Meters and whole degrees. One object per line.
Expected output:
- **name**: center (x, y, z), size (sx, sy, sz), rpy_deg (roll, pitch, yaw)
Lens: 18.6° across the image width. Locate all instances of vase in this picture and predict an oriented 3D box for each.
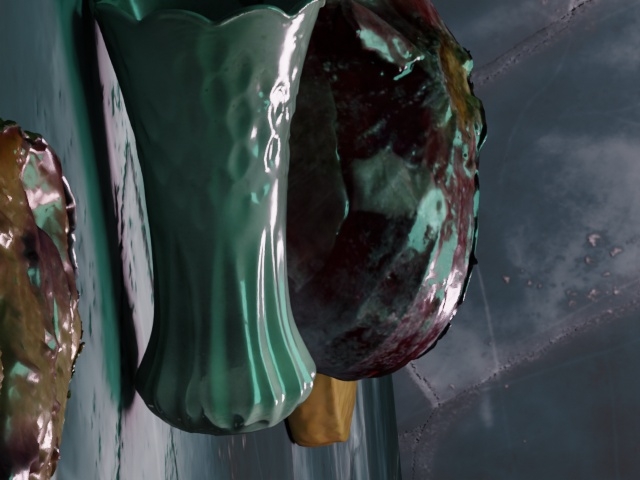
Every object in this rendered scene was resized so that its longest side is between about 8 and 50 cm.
- **vase**: center (-0.034, -0.011, 0.659), size (0.081, 0.081, 0.148), rpy_deg (-80, 168, -74)

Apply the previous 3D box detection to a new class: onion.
- **onion**: center (-0.015, -0.039, 0.827), size (0.098, 0.151, 0.206), rpy_deg (25, 41, -46)

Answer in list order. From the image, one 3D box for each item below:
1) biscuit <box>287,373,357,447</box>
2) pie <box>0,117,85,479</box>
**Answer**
- **biscuit**: center (0.003, 0.000, 1.340), size (0.355, 0.052, 0.275), rpy_deg (-85, 170, -72)
- **pie**: center (-0.068, 0.026, 0.409), size (0.170, 0.034, 0.092), rpy_deg (-87, 175, -57)
